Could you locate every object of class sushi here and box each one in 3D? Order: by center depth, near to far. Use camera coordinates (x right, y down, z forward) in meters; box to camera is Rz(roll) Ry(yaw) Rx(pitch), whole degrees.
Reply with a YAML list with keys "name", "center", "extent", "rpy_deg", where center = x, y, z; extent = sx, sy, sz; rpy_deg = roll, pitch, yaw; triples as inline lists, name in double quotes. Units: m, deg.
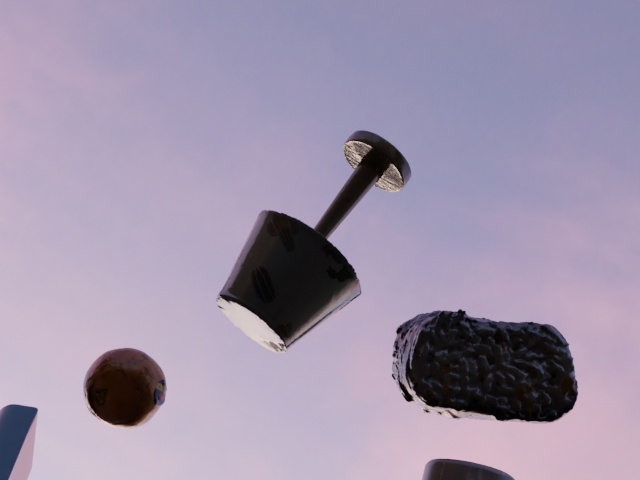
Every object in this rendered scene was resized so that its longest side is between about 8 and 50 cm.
- name: "sushi"
  center: [0.206, 0.161, 1.648]
  extent: [0.225, 0.126, 0.136]
  rpy_deg: [11, -94, -18]

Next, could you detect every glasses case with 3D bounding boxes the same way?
- name: "glasses case"
  center: [-0.469, 0.358, 1.881]
  extent: [0.070, 0.301, 0.117]
  rpy_deg: [9, -67, -4]

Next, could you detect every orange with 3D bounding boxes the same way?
- name: "orange"
  center: [-0.195, 0.147, 1.318]
  extent: [0.084, 0.083, 0.083]
  rpy_deg: [7, -52, 10]

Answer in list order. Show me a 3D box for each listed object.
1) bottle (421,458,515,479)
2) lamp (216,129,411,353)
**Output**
- name: "bottle"
  center: [0.146, 0.366, 1.461]
  extent: [0.110, 0.233, 0.110]
  rpy_deg: [12, -20, 4]
- name: "lamp"
  center: [0.000, 0.000, 1.231]
  extent: [0.121, 0.214, 0.121]
  rpy_deg: [32, -22, 15]
